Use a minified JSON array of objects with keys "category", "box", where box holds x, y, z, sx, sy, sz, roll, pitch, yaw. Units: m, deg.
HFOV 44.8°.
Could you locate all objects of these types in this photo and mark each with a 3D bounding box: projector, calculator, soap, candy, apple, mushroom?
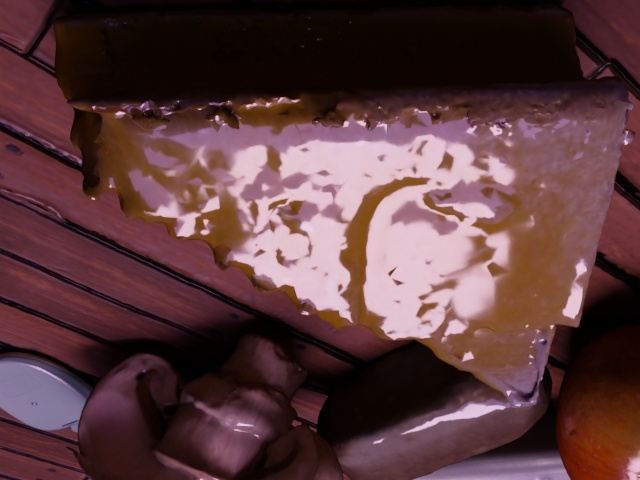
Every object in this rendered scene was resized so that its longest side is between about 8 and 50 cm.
[{"category":"projector","box":[0.187,0.333,0.891,0.199,0.108,0.250,-6,106,0]},{"category":"calculator","box":[-0.282,0.160,0.797,0.095,0.021,0.153,-21,131,18]},{"category":"soap","box":[0.000,0.000,0.544,0.339,0.169,0.304,-2,127,-2]},{"category":"candy","box":[0.111,0.165,0.776,0.234,0.102,0.104,-25,133,23]},{"category":"apple","box":[0.328,0.178,0.749,0.210,0.173,0.234,-37,119,-5]},{"category":"mushroom","box":[-0.088,0.205,0.749,0.254,0.195,0.189,22,153,19]}]
